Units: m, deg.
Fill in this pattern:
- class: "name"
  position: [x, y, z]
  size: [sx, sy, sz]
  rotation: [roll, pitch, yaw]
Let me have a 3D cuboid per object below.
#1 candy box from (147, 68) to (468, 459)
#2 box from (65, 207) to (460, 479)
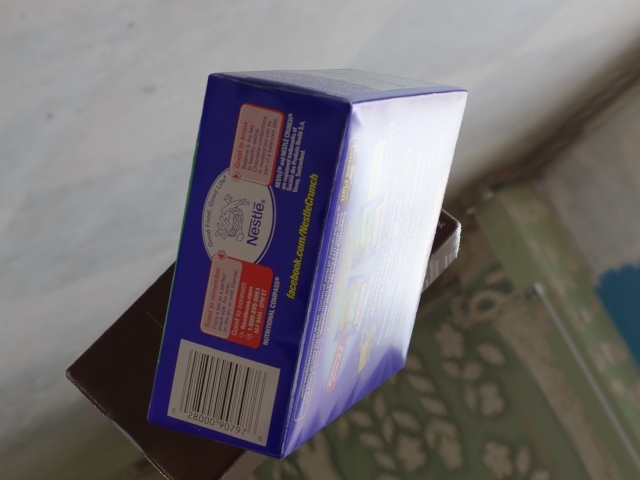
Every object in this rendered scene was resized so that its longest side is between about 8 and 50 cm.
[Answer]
- class: "candy box"
  position: [0.000, 0.000, 1.153]
  size: [0.317, 0.122, 0.268]
  rotation: [-18, 121, -68]
- class: "box"
  position: [-0.051, 0.074, 1.471]
  size: [0.381, 0.191, 0.143]
  rotation: [-45, 166, -9]
